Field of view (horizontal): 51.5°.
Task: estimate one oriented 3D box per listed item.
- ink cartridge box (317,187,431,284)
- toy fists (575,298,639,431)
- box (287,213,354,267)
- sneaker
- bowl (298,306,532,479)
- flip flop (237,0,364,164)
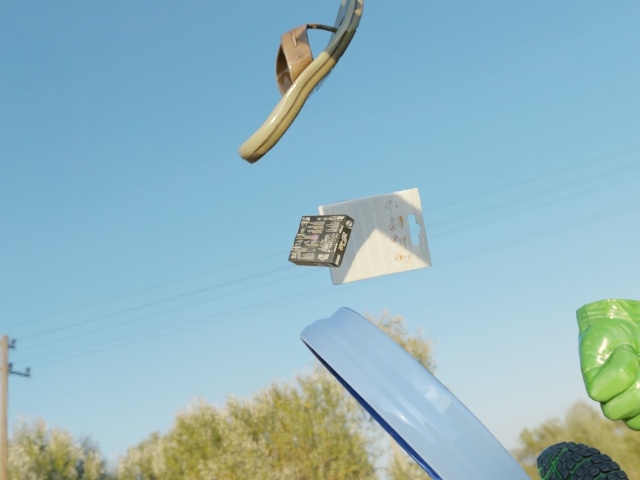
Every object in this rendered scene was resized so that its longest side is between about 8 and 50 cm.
[{"bbox_3d":[0.095,-0.008,1.183,0.179,0.146,0.045,-11,1,-2],"label":"ink cartridge box"},{"bbox_3d":[0.435,0.157,0.791,0.279,0.142,0.096,10,-27,-17],"label":"toy fists"},{"bbox_3d":[0.000,0.000,0.858,0.083,0.067,0.018,-1,-24,46],"label":"box"},{"bbox_3d":[0.522,0.512,1.192,0.134,0.343,0.146,-28,-44,-16],"label":"sneaker"},{"bbox_3d":[0.132,0.240,0.875,0.077,0.391,0.391,-44,-20,-9],"label":"bowl"},{"bbox_3d":[-0.032,-0.221,0.855,0.080,0.277,0.112,36,-12,-6],"label":"flip flop"}]
